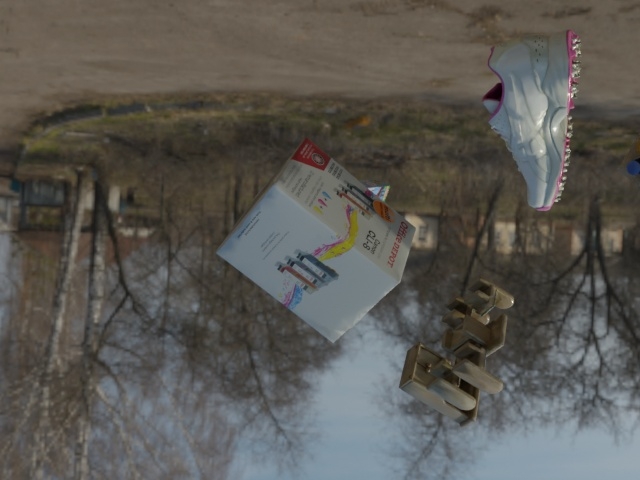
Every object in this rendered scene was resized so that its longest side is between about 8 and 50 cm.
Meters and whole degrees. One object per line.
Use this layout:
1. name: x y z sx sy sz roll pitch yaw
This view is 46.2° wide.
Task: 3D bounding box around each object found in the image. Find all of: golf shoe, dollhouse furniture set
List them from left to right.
1. dollhouse furniture set: 0.291 0.236 1.444 0.161 0.212 0.242 32 135 -10
2. golf shoe: 0.322 -0.181 1.162 0.140 0.306 0.115 5 -141 17

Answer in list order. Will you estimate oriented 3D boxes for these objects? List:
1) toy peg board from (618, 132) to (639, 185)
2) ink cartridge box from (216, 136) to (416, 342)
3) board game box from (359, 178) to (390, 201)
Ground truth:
1. toy peg board: 0.472 -0.107 0.956 0.079 0.160 0.161 -15 -131 -40
2. ink cartridge box: 0.000 0.000 0.869 0.176 0.127 0.128 39 -146 -8
3. board game box: 0.043 -0.022 1.282 0.039 0.160 0.211 25 -164 21
